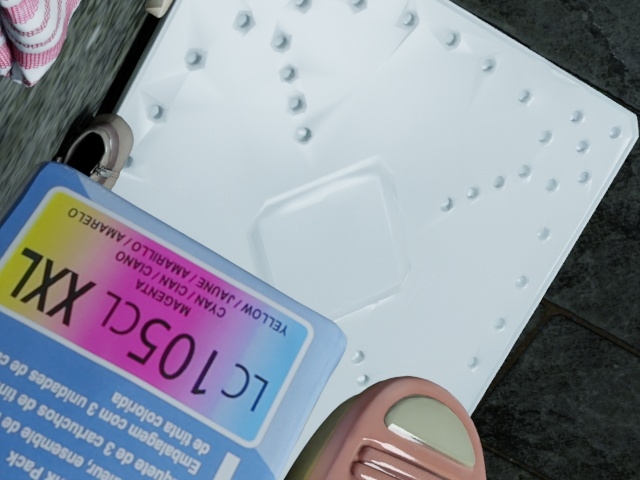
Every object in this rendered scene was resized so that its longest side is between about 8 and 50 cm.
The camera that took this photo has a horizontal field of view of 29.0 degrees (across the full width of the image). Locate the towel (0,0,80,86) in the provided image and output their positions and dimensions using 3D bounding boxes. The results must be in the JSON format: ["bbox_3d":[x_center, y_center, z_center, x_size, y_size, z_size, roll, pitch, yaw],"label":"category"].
[{"bbox_3d":[-0.046,-0.119,0.310,0.144,0.029,0.197,-62,-174,-10],"label":"towel"}]

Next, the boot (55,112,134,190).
[{"bbox_3d":[-0.148,-0.023,0.731,0.118,0.042,0.087,-62,180,6],"label":"boot"}]

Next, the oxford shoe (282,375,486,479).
[{"bbox_3d":[-0.045,0.242,0.570,0.146,0.140,0.397,5,-114,54],"label":"oxford shoe"}]

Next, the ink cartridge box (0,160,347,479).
[{"bbox_3d":[-0.159,0.206,0.479,0.395,0.151,0.270,-60,179,-33],"label":"ink cartridge box"}]

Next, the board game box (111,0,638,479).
[{"bbox_3d":[0.000,0.000,0.912,0.390,0.390,0.050,-61,-148,10],"label":"board game box"}]

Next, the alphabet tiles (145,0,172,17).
[{"bbox_3d":[-0.017,-0.255,0.626,0.278,0.021,0.284,-65,-173,-23],"label":"alphabet tiles"}]
